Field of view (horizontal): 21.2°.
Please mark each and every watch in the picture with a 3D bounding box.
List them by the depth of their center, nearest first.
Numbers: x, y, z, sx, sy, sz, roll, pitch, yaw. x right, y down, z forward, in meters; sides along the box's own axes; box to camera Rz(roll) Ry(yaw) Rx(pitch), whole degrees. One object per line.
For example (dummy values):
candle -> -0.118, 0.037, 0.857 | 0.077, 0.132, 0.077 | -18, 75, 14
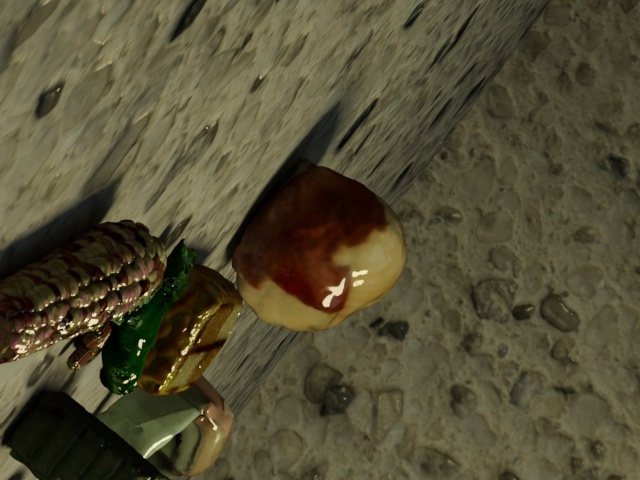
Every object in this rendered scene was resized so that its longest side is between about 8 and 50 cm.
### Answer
watch -> -0.270, 0.300, 2.414 | 0.241, 0.162, 0.253 | -34, 160, -33

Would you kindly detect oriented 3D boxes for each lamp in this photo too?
lamp -> -0.261, 0.113, 1.959 | 0.063, 0.031, 0.083 | -54, 176, 15

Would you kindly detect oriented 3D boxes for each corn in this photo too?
corn -> -0.236, 0.046, 1.601 | 0.092, 0.092, 0.280 | -57, 167, 25

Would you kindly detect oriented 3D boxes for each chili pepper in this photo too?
chili pepper -> -0.210, 0.088, 2.045 | 0.098, 0.061, 0.224 | -68, -176, -54

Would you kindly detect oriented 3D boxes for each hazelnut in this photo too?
hazelnut -> 0.000, 0.000, 2.459 | 0.261, 0.241, 0.261 | -24, 170, -4

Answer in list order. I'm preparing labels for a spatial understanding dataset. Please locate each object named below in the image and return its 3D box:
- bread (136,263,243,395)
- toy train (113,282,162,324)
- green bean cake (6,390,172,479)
bread -> -0.185, 0.119, 2.225 | 0.181, 0.096, 0.222 | -57, 172, 3
toy train -> -0.218, 0.061, 1.889 | 0.083, 0.053, 0.033 | -52, 173, -28
green bean cake -> -0.273, 0.265, 2.013 | 0.094, 0.173, 0.181 | -51, 174, -5
